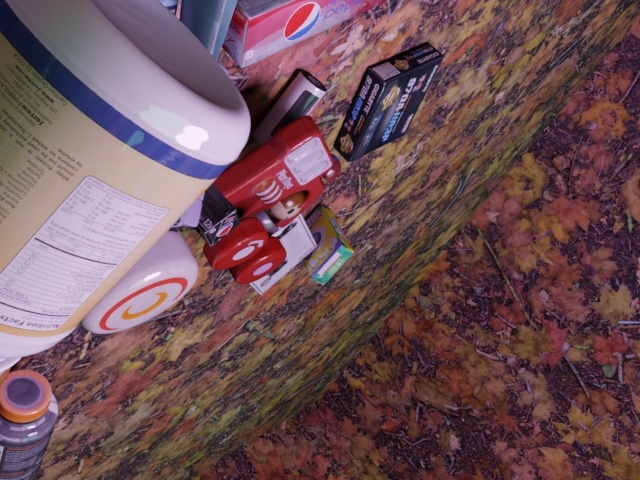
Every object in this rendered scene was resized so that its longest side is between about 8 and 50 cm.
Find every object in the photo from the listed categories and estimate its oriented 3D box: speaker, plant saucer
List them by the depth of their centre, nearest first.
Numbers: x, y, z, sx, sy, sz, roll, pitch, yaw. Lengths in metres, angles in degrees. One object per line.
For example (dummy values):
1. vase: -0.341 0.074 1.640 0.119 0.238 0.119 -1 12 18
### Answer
1. plant saucer: -0.079 -0.316 0.778 0.317 0.043 0.318 -163 -90 -81
2. speaker: -0.052 -0.208 1.322 0.136 0.055 0.055 -49 162 20

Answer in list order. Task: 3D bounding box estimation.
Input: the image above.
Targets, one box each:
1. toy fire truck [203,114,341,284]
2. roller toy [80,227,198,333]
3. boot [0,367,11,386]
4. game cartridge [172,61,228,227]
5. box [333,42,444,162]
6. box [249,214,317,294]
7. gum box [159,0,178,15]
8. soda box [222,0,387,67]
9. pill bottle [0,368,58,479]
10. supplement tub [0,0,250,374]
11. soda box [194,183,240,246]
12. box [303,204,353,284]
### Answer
1. toy fire truck: -0.083 -0.074 1.310 0.253 0.169 0.302 -32 164 3
2. roller toy: -0.294 0.035 1.217 0.191 0.146 0.209 -26 163 -20
3. boot: -0.544 0.205 1.130 0.283 0.109 0.220 -22 155 -53
4. game cartridge: -0.213 -0.144 0.929 0.355 0.068 0.230 22 74 -71
5. box: 0.131 -0.266 1.581 0.175 0.051 0.220 -30 158 -36
6. box: -0.113 -0.005 1.610 0.169 0.087 0.290 -41 163 -4
7. gum box: -0.164 -0.300 0.692 0.041 0.157 0.184 -22 155 -33
8. soda box: -0.022 -0.324 1.051 0.263 0.092 0.083 -33 159 -29
9. pill bottle: -0.530 0.323 1.405 0.130 0.130 0.246 -25 156 -44
10. supplement tub: -0.234 -0.053 0.634 0.316 0.228 0.228 -44 163 14
11. soda box: -0.188 -0.074 1.149 0.060 0.169 0.053 -38 163 -14
12. box: 0.000 0.000 1.776 0.043 0.179 0.105 30 111 -34
